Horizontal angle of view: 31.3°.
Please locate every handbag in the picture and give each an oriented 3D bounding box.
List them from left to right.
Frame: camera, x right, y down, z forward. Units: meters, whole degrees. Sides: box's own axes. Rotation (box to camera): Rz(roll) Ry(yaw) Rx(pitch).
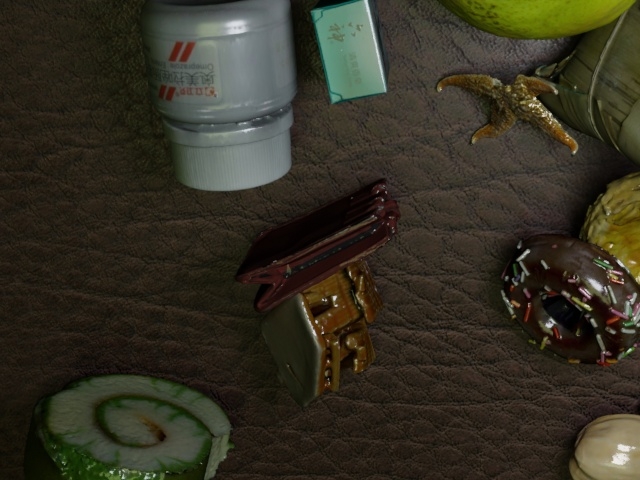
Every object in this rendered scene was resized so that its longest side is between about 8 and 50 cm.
[{"bbox_3d":[0.000,0.001,1.926,0.275,0.260,0.084,-27,101,12],"label":"handbag"}]

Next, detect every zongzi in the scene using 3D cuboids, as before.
[{"bbox_3d":[0.561,-0.311,1.725,0.181,0.418,0.447,23,109,-28],"label":"zongzi"}]

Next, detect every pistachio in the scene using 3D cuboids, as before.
[{"bbox_3d":[0.560,0.388,2.042,0.229,0.157,0.157,1,108,1],"label":"pistachio"}]

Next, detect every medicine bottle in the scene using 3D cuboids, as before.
[{"bbox_3d":[-0.158,-0.256,1.868,0.245,0.245,0.306,-2,115,7],"label":"medicine bottle"}]

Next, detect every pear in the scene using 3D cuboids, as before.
[{"bbox_3d":[0.307,-0.474,1.701,0.391,0.391,0.391,2,108,6],"label":"pear"}]

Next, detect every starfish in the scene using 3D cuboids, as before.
[{"bbox_3d":[0.310,-0.217,1.893,0.247,0.050,0.138,14,134,44],"label":"starfish"}]

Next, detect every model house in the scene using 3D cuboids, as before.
[{"bbox_3d":[0.029,0.147,2.009,0.229,0.219,0.199,-32,94,-30],"label":"model house"}]

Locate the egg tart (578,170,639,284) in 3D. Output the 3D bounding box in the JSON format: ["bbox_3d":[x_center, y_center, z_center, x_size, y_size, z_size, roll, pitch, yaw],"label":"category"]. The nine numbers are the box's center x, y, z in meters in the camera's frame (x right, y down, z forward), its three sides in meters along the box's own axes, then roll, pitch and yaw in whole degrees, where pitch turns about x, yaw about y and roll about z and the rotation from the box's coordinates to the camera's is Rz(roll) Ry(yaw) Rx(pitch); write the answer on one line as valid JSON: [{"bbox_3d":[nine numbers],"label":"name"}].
[{"bbox_3d":[0.618,0.005,1.867,0.388,0.169,0.388,21,143,17],"label":"egg tart"}]

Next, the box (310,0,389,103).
[{"bbox_3d":[0.052,-0.318,1.826,0.092,0.245,0.153,-11,107,8],"label":"box"}]

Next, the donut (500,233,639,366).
[{"bbox_3d":[0.424,0.106,1.930,0.270,0.103,0.269,32,147,23],"label":"donut"}]

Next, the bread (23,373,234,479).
[{"bbox_3d":[-0.329,0.369,2.023,0.382,0.366,0.129,2,110,-29],"label":"bread"}]
